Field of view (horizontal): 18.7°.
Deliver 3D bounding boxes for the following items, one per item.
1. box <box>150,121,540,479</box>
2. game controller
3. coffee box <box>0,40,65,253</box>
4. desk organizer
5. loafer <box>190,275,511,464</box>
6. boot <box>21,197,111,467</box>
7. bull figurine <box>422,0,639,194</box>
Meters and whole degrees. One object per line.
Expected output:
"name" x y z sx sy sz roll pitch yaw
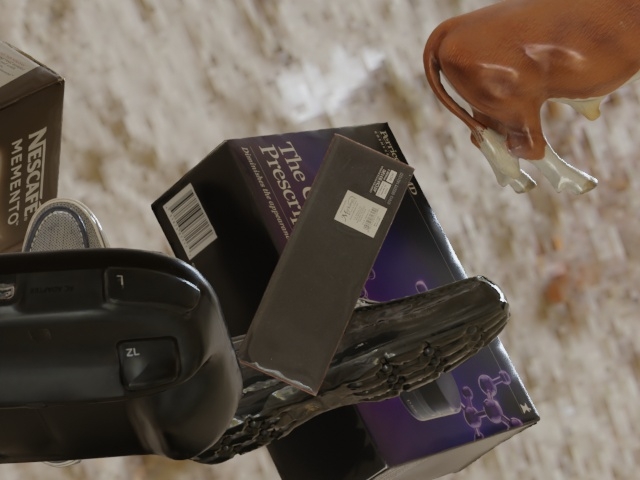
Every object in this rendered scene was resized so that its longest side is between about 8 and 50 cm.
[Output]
"box" 0.020 0.052 1.421 0.184 0.103 0.261 -9 68 -50
"game controller" -0.198 0.061 0.882 0.166 0.319 0.067 74 14 -67
"coffee box" -0.352 -0.036 1.540 0.297 0.119 0.168 -32 142 -41
"desk organizer" 0.002 0.014 1.035 0.050 0.047 0.130 116 -2 -85
"loafer" 0.004 0.063 1.174 0.076 0.223 0.078 58 12 -64
"boot" -0.178 0.054 1.312 0.086 0.069 0.190 67 18 -73
"bull figurine" 0.243 -0.154 1.564 0.101 0.310 0.188 -76 147 -71
